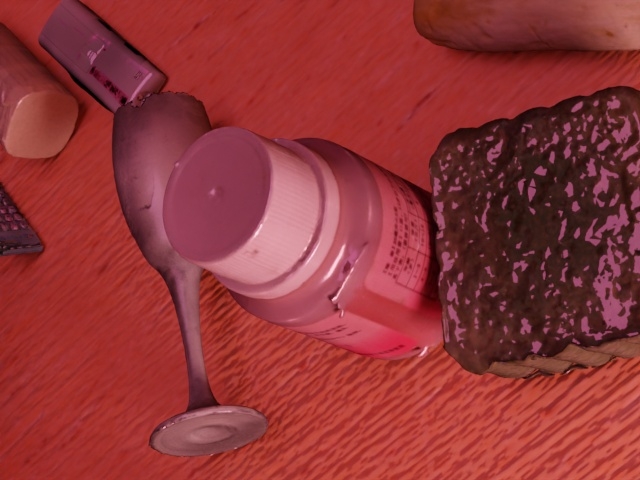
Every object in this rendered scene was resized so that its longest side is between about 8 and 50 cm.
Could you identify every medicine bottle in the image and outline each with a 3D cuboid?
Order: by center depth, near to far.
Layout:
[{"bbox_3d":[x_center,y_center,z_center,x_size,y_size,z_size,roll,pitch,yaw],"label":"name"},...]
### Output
[{"bbox_3d":[0.000,0.000,1.204,0.147,0.247,0.147,-13,66,33],"label":"medicine bottle"}]

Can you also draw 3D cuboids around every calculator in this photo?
[{"bbox_3d":[-0.331,-0.041,1.595,0.172,0.057,0.018,48,128,38],"label":"calculator"}]

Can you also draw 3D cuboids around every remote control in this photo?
[{"bbox_3d":[-0.215,-0.173,1.567,0.166,0.029,0.065,42,101,38],"label":"remote control"}]

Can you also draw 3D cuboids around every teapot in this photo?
[{"bbox_3d":[-0.326,-0.150,1.619,0.200,0.077,0.107,45,122,38],"label":"teapot"}]

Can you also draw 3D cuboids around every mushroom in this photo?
[{"bbox_3d":[0.204,-0.189,1.223,0.312,0.081,0.100,8,74,40],"label":"mushroom"}]

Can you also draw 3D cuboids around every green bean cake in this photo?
[{"bbox_3d":[0.176,0.001,1.170,0.183,0.094,0.185,-14,67,33],"label":"green bean cake"}]

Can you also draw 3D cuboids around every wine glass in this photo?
[{"bbox_3d":[-0.188,0.054,1.417,0.264,0.096,0.309,-24,61,23],"label":"wine glass"}]
